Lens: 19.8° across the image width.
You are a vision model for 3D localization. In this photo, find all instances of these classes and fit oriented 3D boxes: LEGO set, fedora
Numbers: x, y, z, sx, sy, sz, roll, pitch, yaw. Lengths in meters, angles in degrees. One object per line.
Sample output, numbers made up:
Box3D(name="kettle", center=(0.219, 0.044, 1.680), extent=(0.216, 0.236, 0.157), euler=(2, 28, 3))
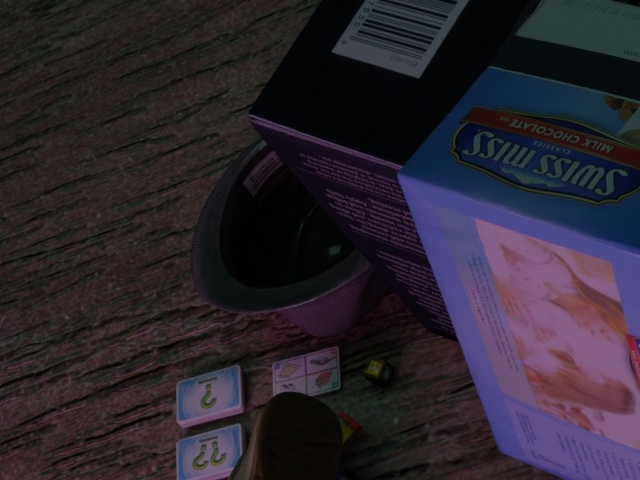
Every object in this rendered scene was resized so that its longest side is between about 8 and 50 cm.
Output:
Box3D(name="LEGO set", center=(-0.043, 0.188, 1.798), extent=(0.244, 0.060, 0.182), euler=(-16, 57, 21))
Box3D(name="fedora", center=(0.000, 0.000, 1.850), extent=(0.243, 0.124, 0.275), euler=(-17, 44, 18))

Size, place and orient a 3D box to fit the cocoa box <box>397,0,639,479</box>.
Box3D(name="cocoa box", center=(0.248, 0.023, 1.418), extent=(0.231, 0.347, 0.228), euler=(20, 57, 37))

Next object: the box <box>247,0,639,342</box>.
Box3D(name="box", center=(0.169, -0.095, 1.630), extent=(0.212, 0.395, 0.293), euler=(21, 72, 38))

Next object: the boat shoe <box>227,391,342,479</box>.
Box3D(name="boat shoe", center=(-0.054, 0.273, 1.626), extent=(0.302, 0.109, 0.098), euler=(-75, 12, -45))
